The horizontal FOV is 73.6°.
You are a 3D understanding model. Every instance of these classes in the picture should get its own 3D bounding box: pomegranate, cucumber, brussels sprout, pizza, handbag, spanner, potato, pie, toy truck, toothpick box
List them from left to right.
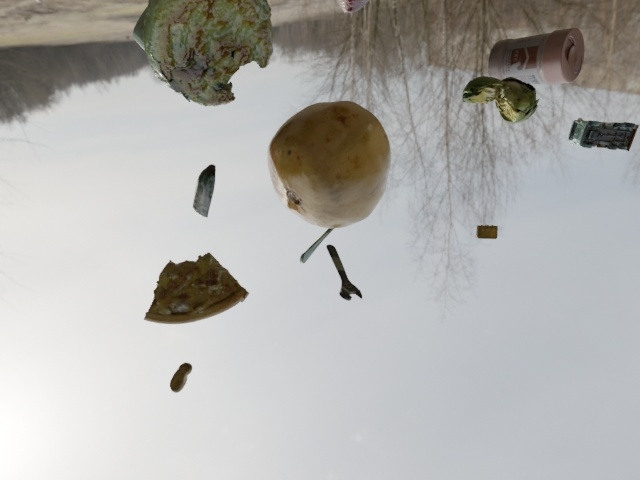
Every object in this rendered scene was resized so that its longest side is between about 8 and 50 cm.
[{"bbox_3d":[-0.414,0.404,1.267,0.046,0.045,0.092,-21,-138,58],"label":"potato"},{"bbox_3d":[-0.395,0.140,1.333,0.324,0.089,0.223,-12,-111,-11],"label":"pizza"},{"bbox_3d":[-0.422,-0.190,1.559,0.063,0.244,0.115,6,-126,-21],"label":"cucumber"},{"bbox_3d":[-0.221,-0.419,0.889,0.303,0.302,0.067,-25,-118,-32],"label":"pie"},{"bbox_3d":[0.039,-0.195,1.109,0.343,0.342,0.342,-6,-154,3],"label":"pomegranate"},{"bbox_3d":[0.080,0.112,1.598,0.087,0.024,0.316,9,-147,-22],"label":"spanner"},{"bbox_3d":[0.710,-0.037,1.826,0.083,0.061,0.027,3,-176,8],"label":"handbag"},{"bbox_3d":[0.213,-0.172,0.506,0.083,0.046,0.051,24,-129,-1],"label":"brussels sprout"},{"bbox_3d":[0.432,-0.364,0.864,0.098,0.098,0.149,-25,-154,-32],"label":"toothpick box"},{"bbox_3d":[0.815,-0.317,1.260,0.178,0.080,0.115,1,-156,-13],"label":"toy truck"}]

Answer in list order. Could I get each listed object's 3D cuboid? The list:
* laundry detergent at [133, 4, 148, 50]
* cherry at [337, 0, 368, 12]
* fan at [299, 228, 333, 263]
[{"bbox_3d":[-0.390,-0.600,1.283,0.281,0.214,0.105,32,175,2],"label":"laundry detergent"},{"bbox_3d":[0.098,-0.649,0.913,0.203,0.300,0.230,30,-148,8],"label":"cherry"},{"bbox_3d":[0.000,0.000,1.253,0.016,0.038,0.193,29,-128,18],"label":"fan"}]
